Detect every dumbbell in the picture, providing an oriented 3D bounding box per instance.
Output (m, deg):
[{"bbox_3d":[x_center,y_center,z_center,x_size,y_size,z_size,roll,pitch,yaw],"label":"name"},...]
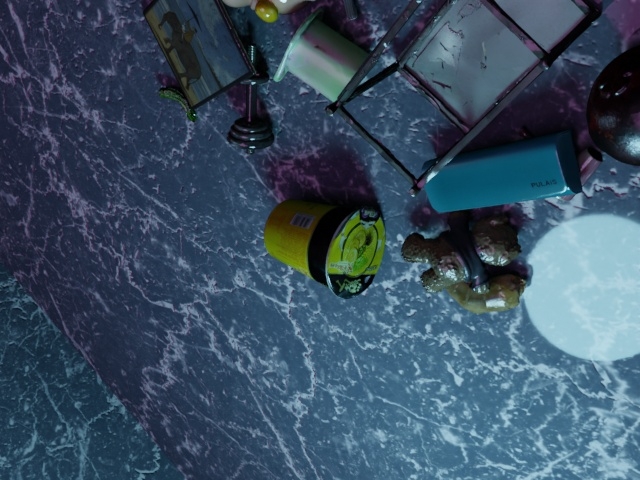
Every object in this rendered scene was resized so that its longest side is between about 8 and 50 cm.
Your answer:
[{"bbox_3d":[-0.155,-0.313,1.593,0.110,0.110,0.254,21,123,25],"label":"dumbbell"}]

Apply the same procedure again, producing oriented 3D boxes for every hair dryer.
[{"bbox_3d":[0.424,-0.154,1.296,0.154,0.054,0.106,40,131,14],"label":"hair dryer"}]

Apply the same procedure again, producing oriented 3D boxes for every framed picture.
[{"bbox_3d":[-0.278,-0.446,1.571,0.347,0.016,0.265,-6,113,58],"label":"framed picture"}]

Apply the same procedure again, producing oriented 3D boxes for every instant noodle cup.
[{"bbox_3d":[0.000,0.000,1.628,0.236,0.215,0.215,20,130,36],"label":"instant noodle cup"}]

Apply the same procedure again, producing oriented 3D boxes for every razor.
[{"bbox_3d":[0.031,-0.515,1.348,0.068,0.037,0.191,-10,115,36],"label":"razor"}]

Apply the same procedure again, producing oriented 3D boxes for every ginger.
[{"bbox_3d":[0.349,0.109,1.517,0.190,0.069,0.095,-5,81,41],"label":"ginger"}]

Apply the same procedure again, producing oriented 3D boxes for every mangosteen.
[{"bbox_3d":[0.516,-0.203,1.090,0.210,0.210,0.210,20,129,26],"label":"mangosteen"}]

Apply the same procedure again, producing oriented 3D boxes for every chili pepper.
[{"bbox_3d":[-0.347,-0.348,1.760,0.118,0.035,0.055,39,149,-5],"label":"chili pepper"}]

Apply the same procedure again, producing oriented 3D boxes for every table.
[{"bbox_3d":[0.231,-0.296,1.180,0.222,0.272,0.335,45,136,2],"label":"table"}]

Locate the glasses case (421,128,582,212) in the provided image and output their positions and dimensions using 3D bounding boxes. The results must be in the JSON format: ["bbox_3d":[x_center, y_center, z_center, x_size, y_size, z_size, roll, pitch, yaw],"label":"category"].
[{"bbox_3d":[0.330,-0.120,1.332,0.301,0.070,0.117,-9,99,47],"label":"glasses case"}]

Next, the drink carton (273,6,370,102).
[{"bbox_3d":[0.014,-0.358,1.407,0.142,0.146,0.144,35,135,2],"label":"drink carton"}]

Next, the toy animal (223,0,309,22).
[{"bbox_3d":[-0.108,-0.512,1.375,0.248,0.165,0.149,26,127,13],"label":"toy animal"}]

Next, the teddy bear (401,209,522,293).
[{"bbox_3d":[0.284,0.035,1.458,0.251,0.129,0.182,-25,94,31],"label":"teddy bear"}]
